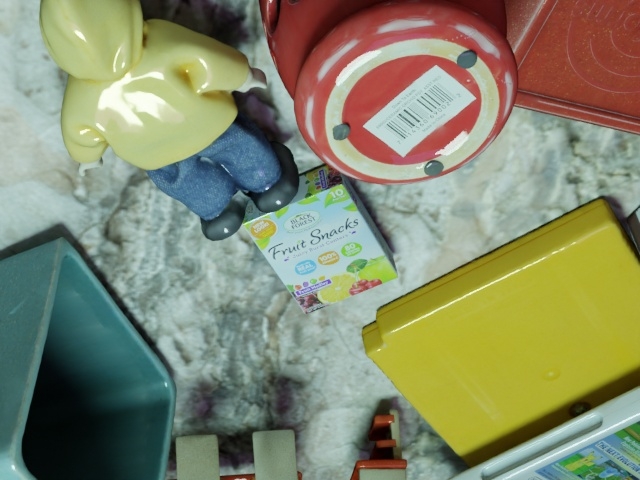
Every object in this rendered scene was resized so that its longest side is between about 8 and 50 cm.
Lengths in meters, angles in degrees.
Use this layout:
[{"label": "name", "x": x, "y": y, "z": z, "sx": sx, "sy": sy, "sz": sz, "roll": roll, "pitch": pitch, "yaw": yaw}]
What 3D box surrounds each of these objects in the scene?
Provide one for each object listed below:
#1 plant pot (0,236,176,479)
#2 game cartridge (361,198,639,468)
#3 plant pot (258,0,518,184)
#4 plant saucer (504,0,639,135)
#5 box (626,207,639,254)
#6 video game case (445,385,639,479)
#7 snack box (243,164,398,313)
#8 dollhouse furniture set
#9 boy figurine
[{"label": "plant pot", "x": -0.309, "y": 0.186, "z": 1.335, "sx": 0.252, "sy": 0.247, "sz": 0.247, "roll": -13, "pitch": 136, "yaw": 17}, {"label": "game cartridge", "x": 0.235, "y": 0.122, "z": 1.506, "sx": 0.285, "sy": 0.052, "sz": 0.323, "roll": -27, "pitch": 130, "yaw": 16}, {"label": "plant pot", "x": 0.053, "y": -0.154, "z": 1.111, "sx": 0.191, "sy": 0.174, "sz": 0.191, "roll": -4, "pitch": 133, "yaw": -5}, {"label": "plant saucer", "x": 0.269, "y": -0.188, "z": 1.205, "sx": 0.259, "sy": 0.047, "sz": 0.259, "roll": 11, "pitch": 132, "yaw": -20}, {"label": "box", "x": 0.433, "y": 0.023, "z": 1.357, "sx": 0.203, "sy": 0.168, "sz": 0.167, "roll": 26, "pitch": 125, "yaw": -32}, {"label": "video game case", "x": 0.311, "y": 0.272, "z": 1.620, "sx": 0.300, "sy": 0.036, "sz": 0.329, "roll": -30, "pitch": 145, "yaw": 19}, {"label": "snack box", "x": 0.000, "y": 0.000, "z": 1.344, "sx": 0.100, "sy": 0.037, "sz": 0.141, "roll": -23, "pitch": 134, "yaw": 10}, {"label": "dollhouse furniture set", "x": -0.042, "y": 0.259, "z": 1.520, "sx": 0.259, "sy": 0.135, "sz": 0.262, "roll": -2, "pitch": 155, "yaw": -6}, {"label": "boy figurine", "x": -0.139, "y": -0.112, "z": 1.170, "sx": 0.177, "sy": 0.092, "sz": 0.285, "roll": -29, "pitch": 132, "yaw": 18}]
